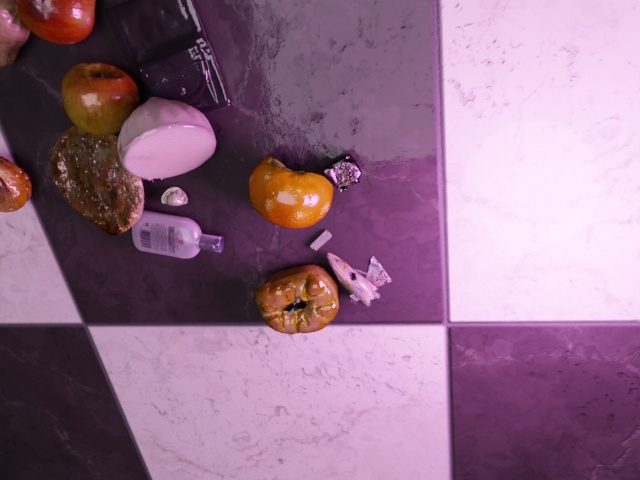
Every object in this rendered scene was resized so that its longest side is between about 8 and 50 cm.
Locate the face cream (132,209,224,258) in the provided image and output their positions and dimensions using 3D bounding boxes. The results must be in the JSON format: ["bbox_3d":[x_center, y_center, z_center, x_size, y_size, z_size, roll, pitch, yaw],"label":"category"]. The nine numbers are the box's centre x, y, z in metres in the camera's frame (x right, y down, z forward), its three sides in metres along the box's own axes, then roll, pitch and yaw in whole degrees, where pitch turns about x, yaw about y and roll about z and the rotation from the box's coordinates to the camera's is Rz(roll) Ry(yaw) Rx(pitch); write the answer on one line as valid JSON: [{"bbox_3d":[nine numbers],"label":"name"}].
[{"bbox_3d":[-0.449,-0.012,1.491,0.291,0.071,0.144,8,114,9],"label":"face cream"}]

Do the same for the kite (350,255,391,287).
[{"bbox_3d":[0.146,0.105,1.459,0.157,0.011,0.139,18,116,3],"label":"kite"}]

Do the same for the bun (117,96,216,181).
[{"bbox_3d":[-0.428,-0.299,1.276,0.263,0.263,0.175,-28,76,23],"label":"bun"}]

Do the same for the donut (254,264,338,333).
[{"bbox_3d":[-0.068,0.186,1.477,0.261,0.128,0.208,-10,115,16],"label":"donut"}]

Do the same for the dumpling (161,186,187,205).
[{"bbox_3d":[-0.446,-0.135,1.448,0.077,0.043,0.059,2,101,28],"label":"dumpling"}]

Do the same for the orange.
[{"bbox_3d":[-0.088,-0.122,1.302,0.237,0.158,0.179,22,141,-4],"label":"orange"}]

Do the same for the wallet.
[{"bbox_3d":[-0.404,-0.486,1.263,0.247,0.041,0.323,-11,114,15],"label":"wallet"}]

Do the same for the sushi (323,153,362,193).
[{"bbox_3d":[0.068,-0.185,1.306,0.083,0.056,0.084,-31,105,16],"label":"sushi"}]

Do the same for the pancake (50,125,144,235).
[{"bbox_3d":[-0.670,-0.186,1.433,0.356,0.065,0.356,11,115,24],"label":"pancake"}]

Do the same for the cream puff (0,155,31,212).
[{"bbox_3d":[-1.008,-0.185,1.494,0.189,0.129,0.189,6,126,8],"label":"cream puff"}]

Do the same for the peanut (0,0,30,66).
[{"bbox_3d":[-0.860,-0.574,1.271,0.129,0.129,0.224,41,125,-9],"label":"peanut"}]

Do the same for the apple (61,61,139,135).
[{"bbox_3d":[-0.595,-0.379,1.276,0.196,0.196,0.196,5,117,10],"label":"apple"}]

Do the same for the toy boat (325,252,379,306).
[{"bbox_3d":[0.089,0.114,1.432,0.210,0.084,0.066,46,129,-7],"label":"toy boat"}]

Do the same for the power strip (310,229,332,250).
[{"bbox_3d":[0.000,0.000,1.431,0.027,0.017,0.083,43,116,-9],"label":"power strip"}]

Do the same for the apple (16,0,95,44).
[{"bbox_3d":[-0.671,-0.603,1.210,0.173,0.160,0.195,11,127,-18],"label":"apple"}]
